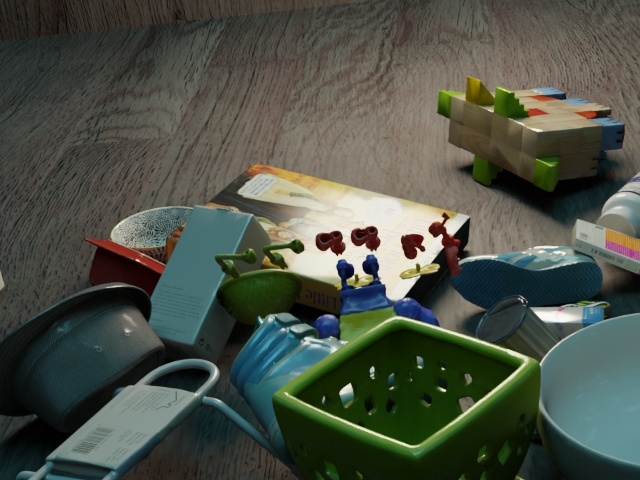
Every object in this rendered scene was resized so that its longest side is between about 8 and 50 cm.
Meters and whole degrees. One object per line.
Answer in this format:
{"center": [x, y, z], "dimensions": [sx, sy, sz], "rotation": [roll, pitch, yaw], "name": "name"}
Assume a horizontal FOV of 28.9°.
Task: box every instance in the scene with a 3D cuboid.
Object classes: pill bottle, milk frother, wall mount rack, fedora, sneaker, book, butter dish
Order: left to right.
{"center": [-0.321, 0.183, 1.728], "dimensions": [0.124, 0.244, 0.275], "rotation": [43, 42, 23], "name": "fedora"}
{"center": [-0.308, 0.079, 2.021], "dimensions": [0.160, 0.118, 0.160], "rotation": [19, -7, 43], "name": "butter dish"}
{"center": [-0.192, 0.286, 1.539], "dimensions": [0.304, 0.130, 0.350], "rotation": [3, 27, 31], "name": "wall mount rack"}
{"center": [0.025, 0.157, 1.641], "dimensions": [0.319, 0.127, 0.208], "rotation": [-12, 43, -38], "name": "sneaker"}
{"center": [0.315, 0.055, 1.924], "dimensions": [0.228, 0.087, 0.092], "rotation": [0, 19, 0], "name": "sneaker"}
{"center": [0.270, 0.170, 1.615], "dimensions": [0.129, 0.135, 0.143], "rotation": [-46, 22, 4], "name": "milk frother"}
{"center": [0.389, 0.105, 1.851], "dimensions": [0.083, 0.031, 0.035], "rotation": [-4, 12, -2], "name": "sneaker"}
{"center": [0.461, 0.015, 1.925], "dimensions": [0.144, 0.035, 0.096], "rotation": [22, 21, 5], "name": "book"}
{"center": [0.522, -0.047, 2.050], "dimensions": [0.094, 0.094, 0.169], "rotation": [12, 32, 36], "name": "pill bottle"}

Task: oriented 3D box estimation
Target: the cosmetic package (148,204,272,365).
{"center": [-0.176, 0.068, 1.900], "dimensions": [0.117, 0.085, 0.231], "rotation": [11, 64, 31], "name": "cosmetic package"}

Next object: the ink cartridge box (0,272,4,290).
{"center": [-0.687, 0.096, 2.090], "dimensions": [0.197, 0.114, 0.273], "rotation": [-2, 25, 14], "name": "ink cartridge box"}

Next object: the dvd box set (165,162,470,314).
{"center": [0.000, 0.000, 2.065], "dimensions": [0.420, 0.062, 0.307], "rotation": [16, 34, 23], "name": "dvd box set"}

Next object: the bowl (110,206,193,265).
{"center": [-0.278, 0.010, 2.189], "dimensions": [0.170, 0.080, 0.170], "rotation": [-7, 26, 3], "name": "bowl"}

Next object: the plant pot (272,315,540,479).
{"center": [0.107, 0.243, 1.431], "dimensions": [0.228, 0.207, 0.227], "rotation": [17, 36, 42], "name": "plant pot"}

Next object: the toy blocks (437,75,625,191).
{"center": [0.431, -0.207, 2.358], "dimensions": [0.261, 0.191, 0.381], "rotation": [-7, 22, -25], "name": "toy blocks"}

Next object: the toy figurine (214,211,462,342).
{"center": [0.040, 0.118, 1.750], "dimensions": [0.362, 0.191, 0.217], "rotation": [-10, 66, -2], "name": "toy figurine"}

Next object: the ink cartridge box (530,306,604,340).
{"center": [0.331, 0.140, 1.718], "dimensions": [0.122, 0.088, 0.052], "rotation": [-2, 26, 14], "name": "ink cartridge box"}

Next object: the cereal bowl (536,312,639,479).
{"center": [0.420, 0.222, 1.457], "dimensions": [0.339, 0.141, 0.339], "rotation": [-6, 25, 3], "name": "cereal bowl"}
